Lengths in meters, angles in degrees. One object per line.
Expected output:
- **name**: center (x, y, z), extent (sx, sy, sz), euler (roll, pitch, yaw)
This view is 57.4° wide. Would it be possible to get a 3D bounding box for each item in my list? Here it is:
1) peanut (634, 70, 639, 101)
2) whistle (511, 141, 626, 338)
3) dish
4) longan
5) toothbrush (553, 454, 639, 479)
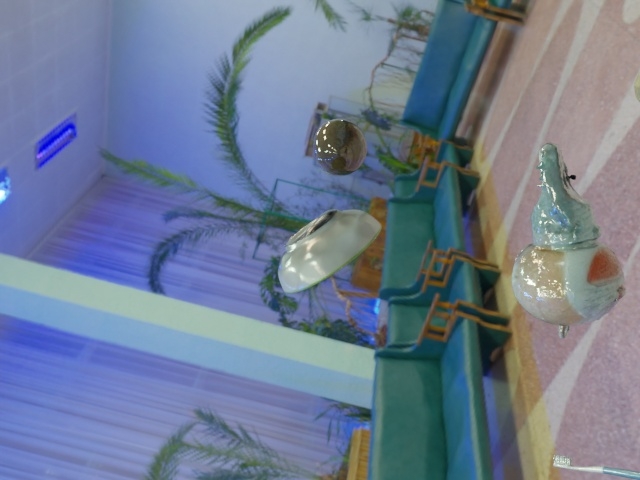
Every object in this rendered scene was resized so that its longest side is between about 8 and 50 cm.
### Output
- **peanut**: center (0.604, -0.248, 0.924), extent (0.257, 0.124, 0.123), euler (-142, 65, -69)
- **whistle**: center (0.426, 0.005, 1.001), extent (0.189, 0.189, 0.347), euler (-79, -18, -80)
- **dish**: center (0.000, 0.000, 1.605), extent (0.324, 0.124, 0.324), euler (-33, 10, 7)
- **longan**: center (0.054, -0.273, 1.725), extent (0.187, 0.168, 0.167), euler (-4, 70, 66)
- **toothbrush**: center (0.553, 0.432, 1.099), extent (0.276, 0.019, 0.025), euler (-20, 64, 58)
